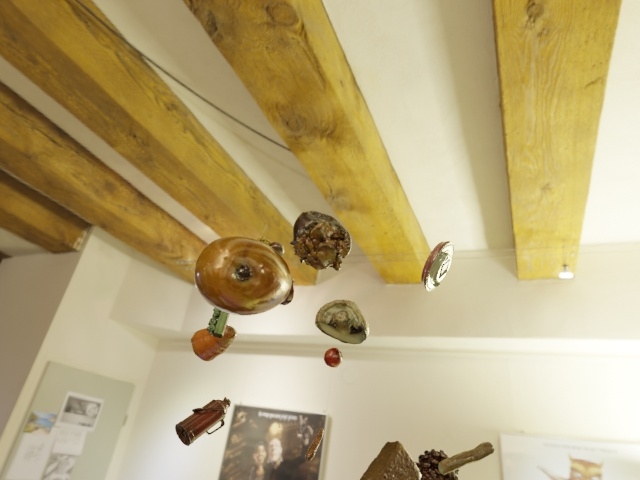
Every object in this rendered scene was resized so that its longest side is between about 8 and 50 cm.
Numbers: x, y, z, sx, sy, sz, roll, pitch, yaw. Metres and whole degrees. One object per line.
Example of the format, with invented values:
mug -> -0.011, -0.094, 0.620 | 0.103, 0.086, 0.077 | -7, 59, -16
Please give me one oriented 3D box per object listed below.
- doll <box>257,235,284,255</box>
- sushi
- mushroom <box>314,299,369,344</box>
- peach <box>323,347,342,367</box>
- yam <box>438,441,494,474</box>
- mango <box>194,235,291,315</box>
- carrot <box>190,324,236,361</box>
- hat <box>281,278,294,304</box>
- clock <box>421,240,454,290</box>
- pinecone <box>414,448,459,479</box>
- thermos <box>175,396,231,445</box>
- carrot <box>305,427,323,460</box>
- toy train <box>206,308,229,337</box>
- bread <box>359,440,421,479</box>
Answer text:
doll -> -0.305, 0.049, 2.586 | 0.188, 0.096, 0.145 | 25, -40, -19
sushi -> -0.001, 0.007, 1.656 | 0.214, 0.204, 0.199 | 8, -71, -17
mushroom -> 0.124, 0.395, 2.139 | 0.267, 0.164, 0.189 | -6, -48, 31
peach -> 0.059, 0.570, 2.088 | 0.098, 0.098, 0.061 | -1, -2, 19
yam -> 0.625, 0.936, 1.855 | 0.253, 0.061, 0.061 | -16, -25, -11
mango -> -0.216, 0.107, 1.274 | 0.264, 0.220, 0.378 | 12, -5, 7
carrot -> -0.485, 0.457, 2.028 | 0.225, 0.159, 0.159 | -34, -47, 29
hat -> -0.193, 0.206, 2.006 | 0.206, 0.205, 0.089 | -16, 8, 39
clock -> 0.531, 0.116, 1.926 | 0.056, 0.244, 0.244 | 26, -15, 34
pinecone -> 0.530, 1.064, 1.971 | 0.222, 0.221, 0.221 | 7, -27, 4
thermos -> -0.447, 0.704, 1.706 | 0.099, 0.124, 0.232 | -28, -3, 42
carrot -> -0.022, 0.896, 1.896 | 0.036, 0.165, 0.035 | 13, -57, 21
toy train -> -0.406, 0.319, 1.719 | 0.071, 0.147, 0.038 | 24, -49, -13
bread -> 0.190, 0.863, 1.433 | 0.113, 0.165, 0.417 | -32, -4, 40
